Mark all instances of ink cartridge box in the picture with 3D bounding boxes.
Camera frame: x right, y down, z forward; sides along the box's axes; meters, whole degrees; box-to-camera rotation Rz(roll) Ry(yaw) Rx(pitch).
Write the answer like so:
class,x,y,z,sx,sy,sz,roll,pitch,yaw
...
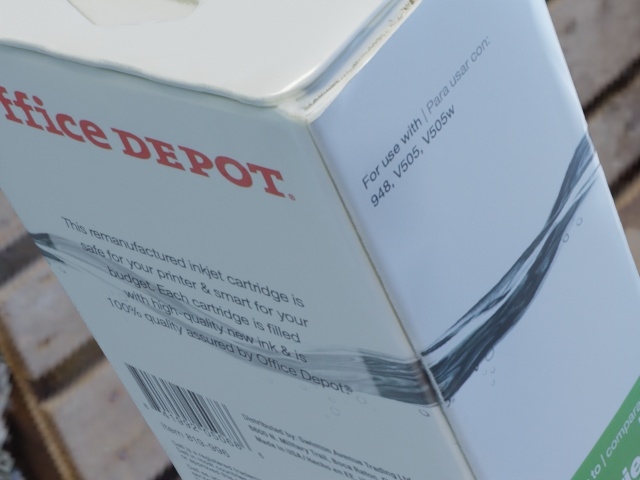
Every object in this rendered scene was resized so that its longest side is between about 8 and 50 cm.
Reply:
class,x,y,z,sx,sy,sz,roll,pitch,yaw
ink cartridge box,0.000,0.000,0.505,0.087,0.153,0.208,-50,136,-26
